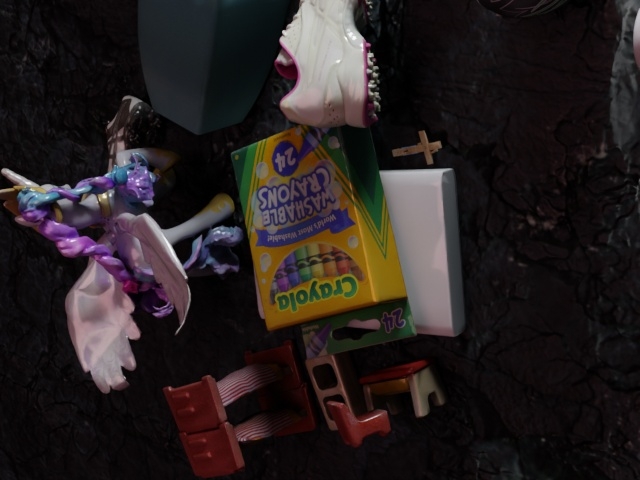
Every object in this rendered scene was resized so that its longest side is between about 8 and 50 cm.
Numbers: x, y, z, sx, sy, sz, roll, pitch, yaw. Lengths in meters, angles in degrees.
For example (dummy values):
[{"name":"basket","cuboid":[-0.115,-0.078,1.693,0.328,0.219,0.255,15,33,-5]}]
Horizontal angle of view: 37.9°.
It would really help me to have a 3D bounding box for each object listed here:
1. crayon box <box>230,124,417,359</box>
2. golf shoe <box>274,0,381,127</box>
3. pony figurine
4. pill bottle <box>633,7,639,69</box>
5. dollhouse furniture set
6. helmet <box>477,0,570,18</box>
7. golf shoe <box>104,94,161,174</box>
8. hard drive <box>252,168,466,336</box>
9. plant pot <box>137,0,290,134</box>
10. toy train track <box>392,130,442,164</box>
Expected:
[{"name":"crayon box","cuboid":[0.000,0.000,1.322,0.203,0.083,0.322,-18,82,36]},{"name":"golf shoe","cuboid":[0.002,-0.291,1.243,0.140,0.115,0.306,-7,70,12]},{"name":"pony figurine","cuboid":[-0.283,0.011,1.431,0.303,0.363,0.351,-41,76,36]},{"name":"pill bottle","cuboid":[0.429,-0.224,1.016,0.152,0.086,0.086,8,106,36]},{"name":"dollhouse furniture set","cuboid":[-0.028,0.231,1.399,0.374,0.201,0.152,-20,89,39]},{"name":"helmet","cuboid":[0.246,-0.345,1.075,0.169,0.169,0.161,-33,65,37]},{"name":"golf shoe","cuboid":[-0.338,-0.160,1.625,0.094,0.077,0.198,47,121,35]},{"name":"hard drive","cuboid":[0.044,0.014,1.389,0.353,0.047,0.232,2,102,37]},{"name":"plant pot","cuboid":[-0.171,-0.292,1.405,0.166,0.166,0.234,30,124,28]},{"name":"toy train track","cuboid":[0.137,-0.129,1.306,0.083,0.014,0.048,-6,105,43]}]
